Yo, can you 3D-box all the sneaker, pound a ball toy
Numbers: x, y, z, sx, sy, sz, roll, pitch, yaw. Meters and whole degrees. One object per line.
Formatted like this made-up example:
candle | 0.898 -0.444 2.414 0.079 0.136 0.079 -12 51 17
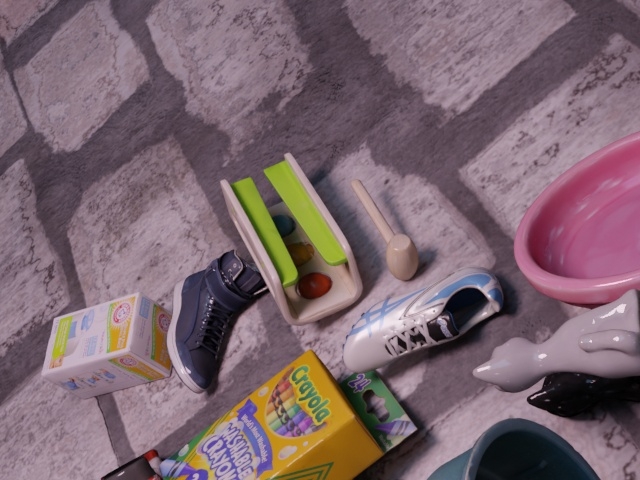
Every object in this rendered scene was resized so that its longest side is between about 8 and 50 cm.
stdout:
sneaker | 0.134 0.112 1.620 0.237 0.085 0.086 -30 23 7
sneaker | -0.246 0.386 1.743 0.090 0.145 0.270 -28 -3 -9
sneaker | -0.156 0.116 1.892 0.163 0.086 0.226 -30 44 25
pound a ball toy | 0.000 0.000 1.834 0.208 0.136 0.319 -23 42 -8

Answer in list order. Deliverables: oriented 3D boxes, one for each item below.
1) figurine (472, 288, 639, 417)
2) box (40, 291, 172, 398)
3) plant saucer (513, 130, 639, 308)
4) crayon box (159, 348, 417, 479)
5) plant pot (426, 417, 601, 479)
figurine | 0.304 0.146 1.376 0.209 0.215 0.092 -22 58 32
box | -0.346 0.176 2.001 0.203 0.103 0.114 -17 51 32
plant saucer | 0.398 -0.022 1.447 0.332 0.084 0.332 -27 24 13
crayon box | -0.052 0.277 1.611 0.323 0.083 0.203 -37 26 -2
plant pot | 0.127 0.406 1.273 0.334 0.341 0.341 -30 44 31
